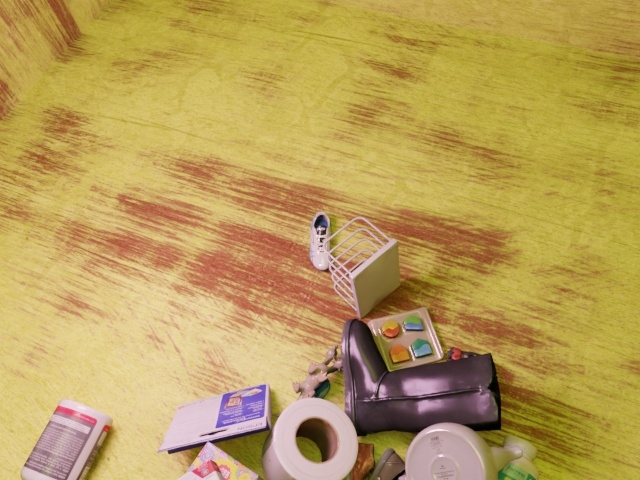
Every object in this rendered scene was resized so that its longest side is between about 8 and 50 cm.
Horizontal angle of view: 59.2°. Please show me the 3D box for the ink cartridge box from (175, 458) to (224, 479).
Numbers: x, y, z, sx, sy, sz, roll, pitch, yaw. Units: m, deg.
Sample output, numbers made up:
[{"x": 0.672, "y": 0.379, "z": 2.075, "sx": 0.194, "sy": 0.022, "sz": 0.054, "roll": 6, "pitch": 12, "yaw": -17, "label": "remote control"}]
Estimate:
[{"x": -0.280, "y": 0.640, "z": 1.388, "sx": 0.109, "sy": 0.063, "sz": 0.150, "roll": -30, "pitch": 60, "yaw": -11, "label": "ink cartridge box"}]

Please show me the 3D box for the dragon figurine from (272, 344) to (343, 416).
[{"x": -0.022, "y": 0.459, "z": 1.783, "sx": 0.085, "sy": 0.144, "sz": 0.289, "roll": 35, "pitch": 88, "yaw": 23, "label": "dragon figurine"}]

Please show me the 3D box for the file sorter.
[{"x": 0.137, "y": 0.088, "z": 1.885, "sx": 0.193, "sy": 0.277, "sz": 0.173, "roll": -38, "pitch": 57, "yaw": -16, "label": "file sorter"}]

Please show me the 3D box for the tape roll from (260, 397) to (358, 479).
[{"x": -0.033, "y": 0.596, "z": 1.605, "sx": 0.246, "sy": 0.169, "sz": 0.246, "roll": 11, "pitch": 51, "yaw": -13, "label": "tape roll"}]

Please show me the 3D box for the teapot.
[{"x": 0.358, "y": 0.608, "z": 1.503, "sx": 0.256, "sy": 0.187, "sz": 0.252, "roll": 25, "pitch": 91, "yaw": 34, "label": "teapot"}]

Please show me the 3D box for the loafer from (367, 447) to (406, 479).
[{"x": 0.167, "y": 0.716, "z": 1.596, "sx": 0.088, "sy": 0.094, "sz": 0.251, "roll": 25, "pitch": 65, "yaw": 25, "label": "loafer"}]

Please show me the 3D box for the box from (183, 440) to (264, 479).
[{"x": -0.289, "y": 0.745, "z": 1.527, "sx": 0.177, "sy": 0.279, "sz": 0.290, "roll": 27, "pitch": 65, "yaw": 21, "label": "box"}]

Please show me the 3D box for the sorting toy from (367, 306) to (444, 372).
[{"x": 0.279, "y": 0.325, "z": 1.857, "sx": 0.209, "sy": 0.038, "sz": 0.192, "roll": -15, "pitch": 58, "yaw": -2, "label": "sorting toy"}]

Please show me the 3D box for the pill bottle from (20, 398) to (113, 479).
[{"x": -0.782, "y": 0.660, "z": 1.700, "sx": 0.177, "sy": 0.176, "sz": 0.318, "roll": 13, "pitch": 61, "yaw": 15, "label": "pill bottle"}]

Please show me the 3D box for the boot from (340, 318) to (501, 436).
[{"x": 0.292, "y": 0.384, "z": 1.672, "sx": 0.446, "sy": 0.146, "sz": 0.366, "roll": -14, "pitch": 67, "yaw": 27, "label": "boot"}]

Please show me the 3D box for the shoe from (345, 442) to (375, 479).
[{"x": 0.118, "y": 0.679, "z": 1.643, "sx": 0.081, "sy": 0.063, "sz": 0.177, "roll": -2, "pitch": 54, "yaw": 11, "label": "shoe"}]

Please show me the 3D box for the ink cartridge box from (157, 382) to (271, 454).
[{"x": -0.296, "y": 0.540, "z": 1.663, "sx": 0.304, "sy": 0.307, "sz": 0.072, "roll": -13, "pitch": 101, "yaw": -2, "label": "ink cartridge box"}]

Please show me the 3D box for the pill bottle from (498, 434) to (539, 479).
[{"x": 0.506, "y": 0.678, "z": 1.548, "sx": 0.146, "sy": 0.146, "sz": 0.264, "roll": 23, "pitch": 64, "yaw": 20, "label": "pill bottle"}]

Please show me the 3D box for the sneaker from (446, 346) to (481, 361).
[{"x": 0.457, "y": 0.459, "z": 1.716, "sx": 0.135, "sy": 0.097, "sz": 0.275, "roll": 0, "pitch": 57, "yaw": 10, "label": "sneaker"}]

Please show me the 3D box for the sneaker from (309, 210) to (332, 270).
[{"x": 0.000, "y": 0.000, "z": 2.065, "sx": 0.085, "sy": 0.086, "sz": 0.237, "roll": -4, "pitch": 59, "yaw": 3, "label": "sneaker"}]
